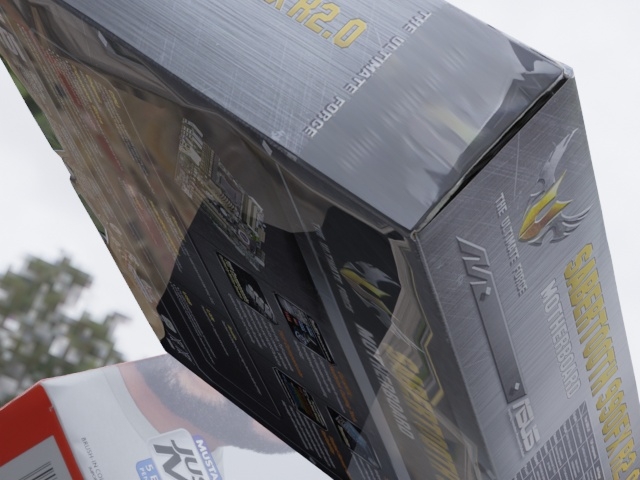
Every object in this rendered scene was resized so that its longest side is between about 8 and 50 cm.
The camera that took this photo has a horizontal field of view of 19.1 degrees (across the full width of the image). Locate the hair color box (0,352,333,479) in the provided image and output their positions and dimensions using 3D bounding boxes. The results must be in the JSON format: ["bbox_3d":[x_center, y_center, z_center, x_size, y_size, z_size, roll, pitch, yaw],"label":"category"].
[{"bbox_3d":[-0.052,0.093,0.741,0.053,0.093,0.167,-32,-11,29],"label":"hair color box"}]

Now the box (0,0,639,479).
[{"bbox_3d":[0.000,0.000,0.536,0.183,0.056,0.231,33,-20,32],"label":"box"}]
